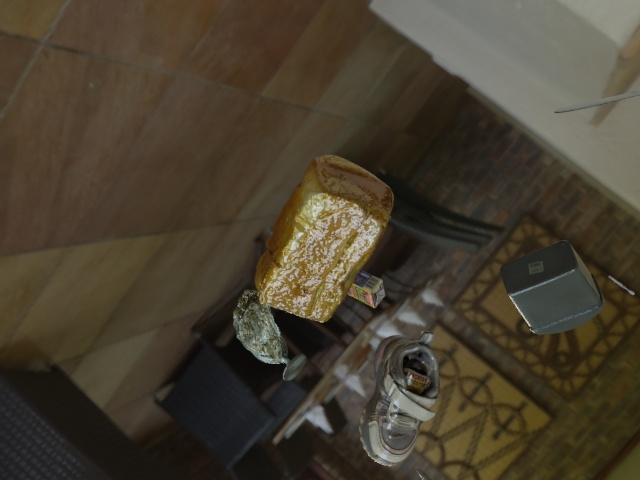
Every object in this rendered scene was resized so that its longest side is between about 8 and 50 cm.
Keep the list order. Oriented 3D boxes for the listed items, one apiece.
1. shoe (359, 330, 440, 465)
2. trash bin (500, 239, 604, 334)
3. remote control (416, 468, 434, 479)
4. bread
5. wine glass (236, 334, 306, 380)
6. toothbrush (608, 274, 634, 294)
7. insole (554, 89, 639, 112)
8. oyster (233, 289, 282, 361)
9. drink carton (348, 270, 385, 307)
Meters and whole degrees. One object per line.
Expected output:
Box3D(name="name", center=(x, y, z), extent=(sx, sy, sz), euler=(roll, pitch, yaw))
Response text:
Box3D(name="shoe", center=(0.115, 0.203, 1.050), extent=(0.092, 0.089, 0.180), euler=(-41, -149, 59))
Box3D(name="trash bin", center=(0.505, 0.108, 1.735), extent=(0.176, 0.101, 0.236), euler=(-23, 141, 20))
Box3D(name="remote control", center=(0.287, 0.608, 1.980), extent=(0.027, 0.050, 0.184), euler=(-47, -168, -6))
Box3D(name="bread", center=(0.000, 0.000, 1.350), extent=(0.294, 0.167, 0.132), euler=(-62, -177, 37))
Box3D(name="wine glass", center=(-0.139, 0.296, 2.216), extent=(0.093, 0.202, 0.093), euler=(-37, 146, -30))
Box3D(name="toothbrush", center=(0.642, 0.095, 1.709), extent=(0.006, 0.097, 0.008), euler=(-58, -148, 4))
Box3D(name="insole", center=(0.595, -0.290, 1.642), extent=(0.232, 0.003, 0.080), euler=(-10, -165, 28))
Box3D(name="oyster", center=(-0.152, 0.208, 1.962), extent=(0.064, 0.125, 0.177), euler=(-12, 99, -50))
Box3D(name="drink carton", center=(0.085, 0.106, 2.075), extent=(0.056, 0.165, 0.071), euler=(-46, 146, -28))
